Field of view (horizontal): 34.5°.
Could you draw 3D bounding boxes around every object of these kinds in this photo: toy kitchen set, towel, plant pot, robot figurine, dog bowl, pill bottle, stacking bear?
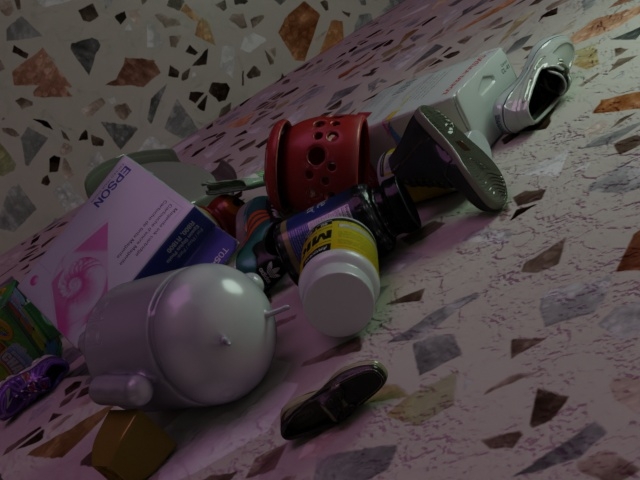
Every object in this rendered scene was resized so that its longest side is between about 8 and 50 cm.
[{"bbox_3d":[-0.054,-0.085,2.091,0.083,0.075,0.068,-11,25,38],"label":"toy kitchen set"},{"bbox_3d":[-0.059,-0.146,2.136,0.324,0.038,0.248,-14,7,-27],"label":"towel"},{"bbox_3d":[-0.003,-0.134,1.863,0.174,0.191,0.191,3,26,12],"label":"plant pot"},{"bbox_3d":[-0.263,0.288,1.403,0.081,0.081,0.083,-13,37,46],"label":"plant pot"},{"bbox_3d":[-0.204,0.144,1.490,0.353,0.200,0.300,-14,24,43],"label":"robot figurine"},{"bbox_3d":[-0.363,-0.097,2.365,0.348,0.102,0.349,1,28,-1],"label":"dog bowl"},{"bbox_3d":[0.045,-0.016,1.654,0.219,0.123,0.123,-26,18,13],"label":"pill bottle"},{"bbox_3d":[-0.252,-0.004,2.072,0.289,0.175,0.164,-31,-24,-39],"label":"stacking bear"},{"bbox_3d":[0.028,0.052,1.500,0.119,0.119,0.208,-28,17,11],"label":"pill bottle"},{"bbox_3d":[0.194,-0.126,1.745,0.184,0.103,0.103,-16,23,40],"label":"pill bottle"}]

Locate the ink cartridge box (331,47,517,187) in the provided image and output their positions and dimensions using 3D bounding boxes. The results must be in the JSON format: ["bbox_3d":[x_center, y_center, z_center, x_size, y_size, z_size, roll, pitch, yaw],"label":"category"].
[{"bbox_3d":[0.206,-0.229,1.966,0.306,0.131,0.226,-12,25,43],"label":"ink cartridge box"}]

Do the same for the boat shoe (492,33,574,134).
[{"bbox_3d":[0.409,-0.290,1.864,0.088,0.096,0.267,-4,32,48],"label":"boat shoe"}]

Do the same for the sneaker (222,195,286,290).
[{"bbox_3d":[-0.089,0.000,1.878,0.121,0.108,0.302,-24,26,19],"label":"sneaker"}]

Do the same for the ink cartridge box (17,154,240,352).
[{"bbox_3d":[-0.352,0.044,1.845,0.330,0.071,0.324,33,82,40],"label":"ink cartridge box"}]

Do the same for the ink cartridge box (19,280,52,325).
[{"bbox_3d":[-0.591,0.096,2.381,0.207,0.119,0.353,-23,18,48],"label":"ink cartridge box"}]

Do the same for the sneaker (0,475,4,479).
[{"bbox_3d":[-0.516,0.415,1.438,0.118,0.110,0.292,-21,18,3],"label":"sneaker"}]

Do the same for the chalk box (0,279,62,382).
[{"bbox_3d":[-0.638,0.211,2.067,0.288,0.180,0.179,-32,17,1],"label":"chalk box"}]

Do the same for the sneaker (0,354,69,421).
[{"bbox_3d":[-0.545,0.273,1.937,0.071,0.068,0.170,0,34,45],"label":"sneaker"}]

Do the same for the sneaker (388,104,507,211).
[{"bbox_3d":[0.201,-0.101,1.632,0.083,0.222,0.118,-3,-43,-41],"label":"sneaker"}]

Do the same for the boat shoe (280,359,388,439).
[{"bbox_3d":[0.016,0.198,1.234,0.152,0.056,0.049,-35,20,20],"label":"boat shoe"}]
